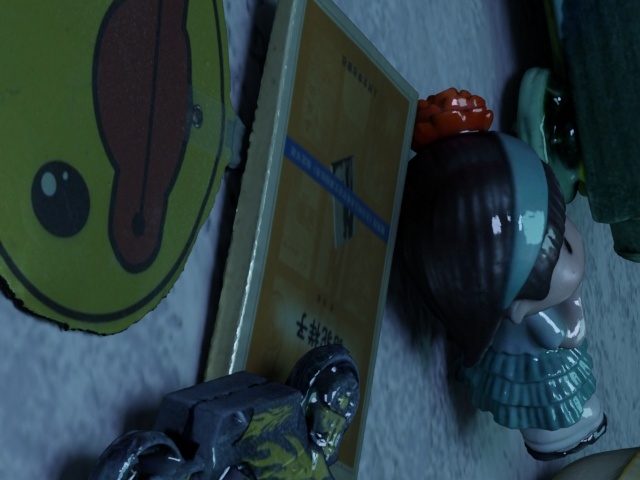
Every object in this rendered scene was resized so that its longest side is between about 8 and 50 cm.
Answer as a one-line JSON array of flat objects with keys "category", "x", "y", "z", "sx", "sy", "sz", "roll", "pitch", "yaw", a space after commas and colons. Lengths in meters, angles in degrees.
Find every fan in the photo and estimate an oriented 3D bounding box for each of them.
[{"category": "fan", "x": -0.074, "y": -0.066, "z": 0.731, "sx": 0.335, "sy": 0.011, "sz": 0.230, "roll": 24, "pitch": 68, "yaw": -62}]

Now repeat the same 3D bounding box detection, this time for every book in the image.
[{"category": "book", "x": 0.001, "y": 0.000, "z": 0.854, "sx": 0.170, "sy": 0.018, "sz": 0.242, "roll": 37, "pitch": 59, "yaw": -59}]

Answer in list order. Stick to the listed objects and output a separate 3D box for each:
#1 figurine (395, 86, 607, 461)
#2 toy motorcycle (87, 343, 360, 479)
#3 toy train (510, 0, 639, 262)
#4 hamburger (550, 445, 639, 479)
[{"category": "figurine", "x": 0.112, "y": 0.031, "z": 1.008, "sx": 0.138, "sy": 0.110, "sz": 0.245, "roll": 56, "pitch": -9, "yaw": 48}, {"category": "toy motorcycle", "x": -0.042, "y": 0.121, "z": 0.719, "sx": 0.193, "sy": 0.061, "sz": 0.124, "roll": -20, "pitch": 120, "yaw": -54}, {"category": "toy train", "x": 0.226, "y": -0.215, "z": 1.199, "sx": 0.272, "sy": 0.179, "sz": 0.442, "roll": -49, "pitch": 130, "yaw": -63}, {"category": "hamburger", "x": 0.231, "y": 0.255, "z": 1.177, "sx": 0.237, "sy": 0.147, "sz": 0.237, "roll": 1, "pitch": 90, "yaw": -67}]
